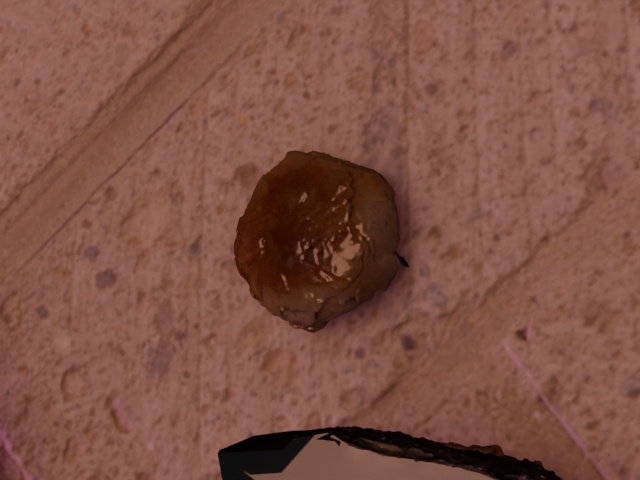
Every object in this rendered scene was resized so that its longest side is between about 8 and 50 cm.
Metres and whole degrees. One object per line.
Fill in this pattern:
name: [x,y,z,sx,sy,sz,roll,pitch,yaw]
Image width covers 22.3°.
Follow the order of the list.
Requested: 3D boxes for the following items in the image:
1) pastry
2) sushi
pastry: [-0.003,-0.002,1.353,0.153,0.081,0.153,-3,84,29]
sushi: [0.076,0.231,1.202,0.227,0.212,0.215,-10,89,14]
